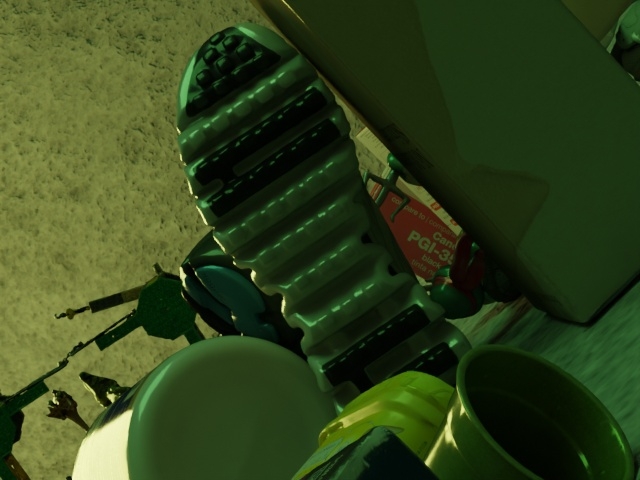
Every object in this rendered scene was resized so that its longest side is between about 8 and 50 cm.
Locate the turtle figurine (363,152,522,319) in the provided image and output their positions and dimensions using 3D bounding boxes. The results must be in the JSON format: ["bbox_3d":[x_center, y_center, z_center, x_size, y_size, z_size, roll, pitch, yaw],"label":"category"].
[{"bbox_3d":[0.124,-0.010,1.144,0.234,0.118,0.175,-43,-37,-28],"label":"turtle figurine"}]

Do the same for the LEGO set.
[{"bbox_3d":[-0.204,0.180,1.640,0.331,0.255,0.192,-42,5,0],"label":"LEGO set"}]

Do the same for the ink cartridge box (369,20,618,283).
[{"bbox_3d":[0.158,-0.117,1.484,0.283,0.117,0.207,-59,-3,19],"label":"ink cartridge box"}]

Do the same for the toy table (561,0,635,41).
[{"bbox_3d":[0.235,-0.256,1.183,0.252,0.161,0.274,119,150,-64],"label":"toy table"}]

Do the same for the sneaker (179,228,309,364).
[{"bbox_3d":[-0.015,0.063,1.206,0.139,0.125,0.341,-52,-15,-23],"label":"sneaker"}]

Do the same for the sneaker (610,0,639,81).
[{"bbox_3d":[0.323,-0.196,1.402,0.121,0.099,0.262,-52,-5,-3],"label":"sneaker"}]

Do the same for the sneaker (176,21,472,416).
[{"bbox_3d":[0.000,0.000,1.010,0.110,0.292,0.118,-28,-5,4],"label":"sneaker"}]

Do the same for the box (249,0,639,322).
[{"bbox_3d":[0.086,-0.104,0.965,0.121,0.311,0.148,-43,2,-2],"label":"box"}]

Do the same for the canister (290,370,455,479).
[{"bbox_3d":[0.002,0.154,0.775,0.170,0.073,0.126,-47,3,-28],"label":"canister"}]

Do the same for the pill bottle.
[{"bbox_3d":[-0.092,0.167,1.129,0.153,0.153,0.265,-45,3,-25],"label":"pill bottle"}]

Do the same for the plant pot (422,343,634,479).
[{"bbox_3d":[0.071,0.099,0.649,0.079,0.083,0.083,-56,-4,30],"label":"plant pot"}]

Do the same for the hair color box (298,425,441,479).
[{"bbox_3d":[-0.076,0.218,0.601,0.347,0.105,0.174,-42,3,45],"label":"hair color box"}]

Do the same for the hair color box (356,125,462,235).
[{"bbox_3d":[0.115,-0.057,1.338,0.053,0.167,0.093,-46,3,-16],"label":"hair color box"}]
